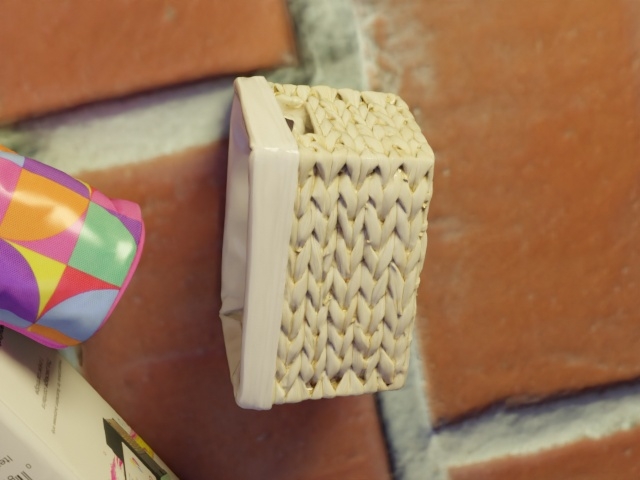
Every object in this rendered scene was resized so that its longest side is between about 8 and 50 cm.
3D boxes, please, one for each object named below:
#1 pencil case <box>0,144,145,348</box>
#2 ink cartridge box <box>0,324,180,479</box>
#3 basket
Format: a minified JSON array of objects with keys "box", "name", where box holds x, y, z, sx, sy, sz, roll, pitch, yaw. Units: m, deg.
[{"box":[-0.218,-0.018,0.735,0.236,0.104,0.104,23,112,-18],"name":"pencil case"},{"box":[-0.204,0.193,0.835,0.201,0.117,0.278,-33,117,10],"name":"ink cartridge box"},{"box":[0.000,0.000,0.765,0.103,0.113,0.167,-1,118,-10],"name":"basket"}]
